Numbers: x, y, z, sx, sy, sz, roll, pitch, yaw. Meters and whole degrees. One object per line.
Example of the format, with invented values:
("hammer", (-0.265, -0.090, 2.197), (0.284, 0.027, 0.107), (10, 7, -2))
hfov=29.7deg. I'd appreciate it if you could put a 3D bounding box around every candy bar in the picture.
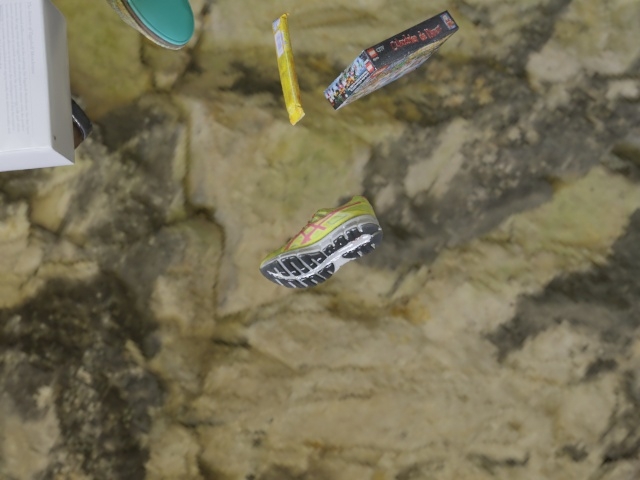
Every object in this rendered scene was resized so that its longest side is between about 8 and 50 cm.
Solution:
("candy bar", (-0.046, -0.245, 1.700), (0.018, 0.040, 0.161), (-3, -105, -27))

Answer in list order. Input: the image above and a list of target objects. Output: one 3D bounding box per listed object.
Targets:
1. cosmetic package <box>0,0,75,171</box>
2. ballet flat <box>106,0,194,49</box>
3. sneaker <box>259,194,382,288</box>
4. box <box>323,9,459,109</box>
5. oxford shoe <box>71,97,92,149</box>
("cosmetic package", (-0.476, -0.216, 1.703), (0.225, 0.224, 0.138), (-5, 174, 4))
("ballet flat", (-0.332, -0.436, 1.913), (0.348, 0.123, 0.123), (46, -167, -43))
("sneaker", (0.000, 0.000, 1.820), (0.081, 0.209, 0.094), (46, -152, -42))
("box", (0.132, -0.335, 2.240), (0.233, 0.159, 0.044), (-31, -94, -35))
("oxford shoe", (-0.461, -0.220, 1.867), (0.227, 0.083, 0.096), (45, -126, -14))
